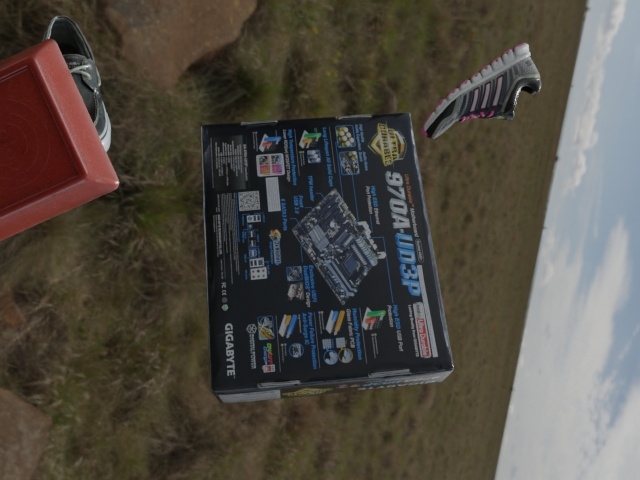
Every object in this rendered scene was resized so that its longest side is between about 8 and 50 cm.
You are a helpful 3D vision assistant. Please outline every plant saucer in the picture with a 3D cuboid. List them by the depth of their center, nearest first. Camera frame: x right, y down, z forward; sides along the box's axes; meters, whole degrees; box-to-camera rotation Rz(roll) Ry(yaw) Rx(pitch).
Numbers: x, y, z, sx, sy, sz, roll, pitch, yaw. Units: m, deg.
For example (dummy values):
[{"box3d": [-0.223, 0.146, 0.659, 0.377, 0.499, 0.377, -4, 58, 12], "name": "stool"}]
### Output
[{"box3d": [-0.490, -0.152, 1.013, 0.048, 0.259, 0.258, -56, 123, -82], "name": "plant saucer"}]

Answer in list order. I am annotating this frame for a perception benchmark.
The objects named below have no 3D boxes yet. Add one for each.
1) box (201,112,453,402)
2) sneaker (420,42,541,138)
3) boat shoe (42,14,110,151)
[{"box3d": [-0.002, 0.007, 0.507, 0.051, 0.175, 0.220, 97, -12, -69], "name": "box"}, {"box3d": [0.210, -0.175, 0.817, 0.170, 0.075, 0.063, -36, -179, 4], "name": "sneaker"}, {"box3d": [-0.471, -0.294, 1.186, 0.121, 0.335, 0.119, -11, 144, -28], "name": "boat shoe"}]
